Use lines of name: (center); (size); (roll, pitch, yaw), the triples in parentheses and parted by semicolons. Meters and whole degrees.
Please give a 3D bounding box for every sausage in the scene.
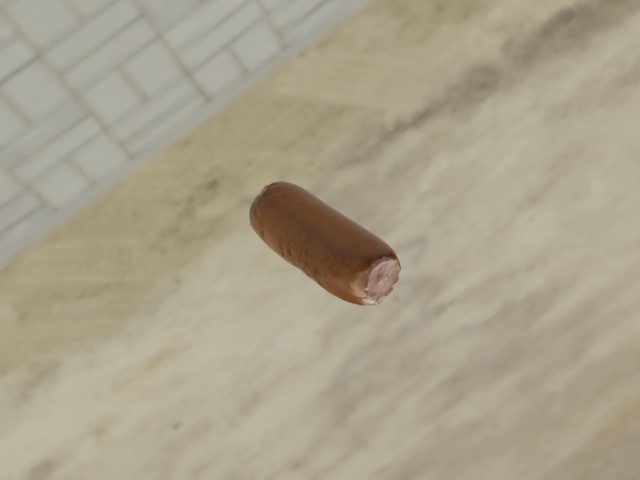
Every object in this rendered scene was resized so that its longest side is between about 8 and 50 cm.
sausage: (0.000, 0.000, 1.805); (0.076, 0.197, 0.076); (-30, 138, -31)
